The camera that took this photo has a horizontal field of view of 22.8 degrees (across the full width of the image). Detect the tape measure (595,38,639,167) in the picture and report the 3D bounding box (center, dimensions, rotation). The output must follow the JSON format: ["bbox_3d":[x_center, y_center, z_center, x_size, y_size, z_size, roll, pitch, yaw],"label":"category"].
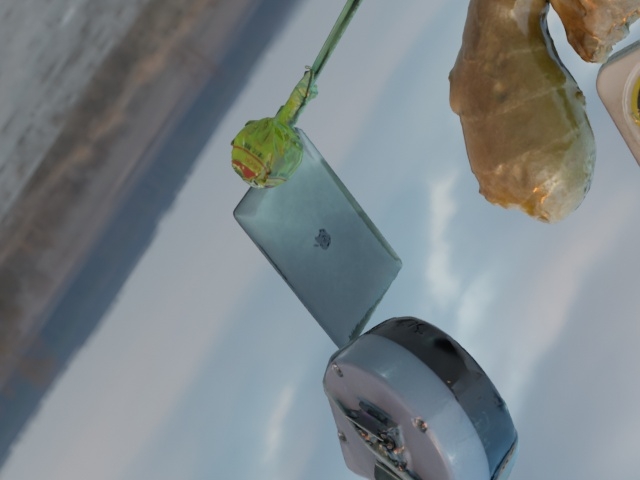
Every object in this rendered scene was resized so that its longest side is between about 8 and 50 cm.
[{"bbox_3d":[0.566,-0.195,2.372,0.231,0.271,0.133,-27,-174,22],"label":"tape measure"}]

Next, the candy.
[{"bbox_3d":[-0.015,-0.175,1.780,0.077,0.073,0.262,20,101,-53],"label":"candy"}]

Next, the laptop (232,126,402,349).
[{"bbox_3d":[0.000,0.000,2.150,0.015,0.269,0.187,-13,-146,44],"label":"laptop"}]

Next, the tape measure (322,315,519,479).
[{"bbox_3d":[0.082,0.156,1.380,0.107,0.181,0.182,-37,-144,-22],"label":"tape measure"}]

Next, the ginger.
[{"bbox_3d":[0.198,-0.239,1.297,0.363,0.348,0.122,-44,169,25],"label":"ginger"}]
